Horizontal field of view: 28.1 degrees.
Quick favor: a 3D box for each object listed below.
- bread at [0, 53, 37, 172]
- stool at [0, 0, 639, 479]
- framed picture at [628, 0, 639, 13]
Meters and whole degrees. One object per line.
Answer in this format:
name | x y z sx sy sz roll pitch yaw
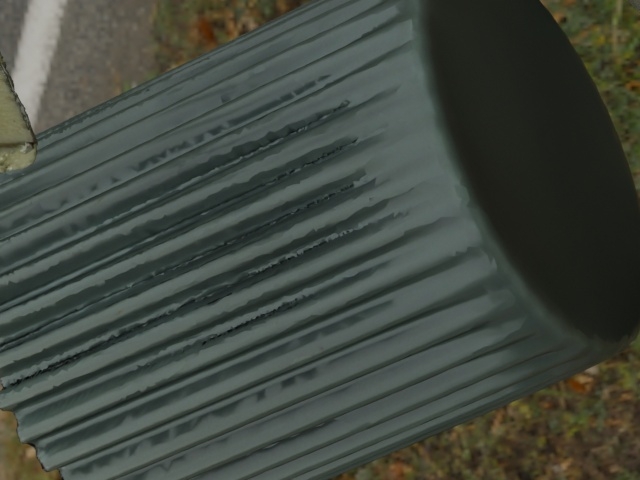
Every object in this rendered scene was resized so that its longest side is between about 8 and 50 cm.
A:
bread | -0.198 -0.086 0.655 0.154 0.068 0.028 56 137 38
stool | 0.000 0.000 0.797 0.330 0.297 0.297 -25 74 32
framed picture | 0.397 -0.250 0.970 0.326 0.446 0.028 47 151 2
